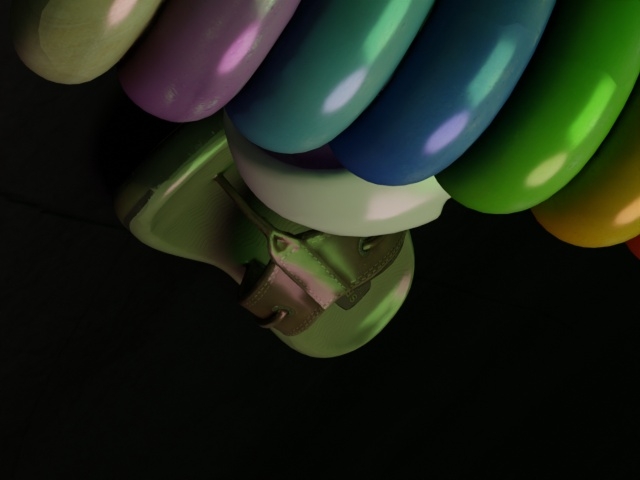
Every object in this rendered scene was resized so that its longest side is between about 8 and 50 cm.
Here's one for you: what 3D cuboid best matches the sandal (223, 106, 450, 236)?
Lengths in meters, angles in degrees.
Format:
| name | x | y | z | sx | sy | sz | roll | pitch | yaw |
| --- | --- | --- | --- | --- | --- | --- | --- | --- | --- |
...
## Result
| name | x | y | z | sx | sy | sz | roll | pitch | yaw |
| --- | --- | --- | --- | --- | --- | --- | --- | --- | --- |
| sandal | 0.135 | -0.154 | 0.649 | 0.416 | 0.169 | 0.102 | -41 | 138 | -13 |

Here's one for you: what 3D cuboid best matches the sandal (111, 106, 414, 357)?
| name | x | y | z | sx | sy | sz | roll | pitch | yaw |
| --- | --- | --- | --- | --- | --- | --- | --- | --- | --- |
| sandal | 0.002 | -0.001 | 0.810 | 0.120 | 0.086 | 0.303 | -42 | 154 | 2 |

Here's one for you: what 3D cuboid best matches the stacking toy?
| name | x | y | z | sx | sy | sz | roll | pitch | yaw |
| --- | --- | --- | --- | --- | --- | --- | --- | --- | --- |
| stacking toy | 0.075 | -0.050 | 0.536 | 0.141 | 0.330 | 0.141 | -56 | -163 | 28 |
